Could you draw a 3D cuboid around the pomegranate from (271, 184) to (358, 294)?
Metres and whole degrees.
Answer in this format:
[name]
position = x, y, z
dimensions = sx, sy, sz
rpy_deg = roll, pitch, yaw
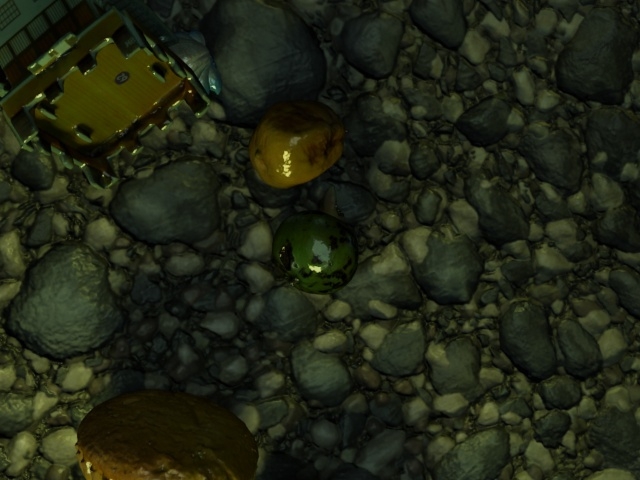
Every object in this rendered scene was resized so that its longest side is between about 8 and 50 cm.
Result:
[pomegranate]
position = 0.000, 0.000, 1.372
dimensions = 0.122, 0.122, 0.161
rpy_deg = 27, 58, -11

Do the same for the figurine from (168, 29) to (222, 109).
[figurine]
position = -0.190, -0.222, 1.345
dimensions = 0.114, 0.079, 0.114
rpy_deg = -1, 80, 3

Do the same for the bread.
[bread]
position = -0.194, 0.277, 1.276
dimensions = 0.240, 0.240, 0.139
rpy_deg = 16, 102, -11

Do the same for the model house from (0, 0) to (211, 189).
[model house]
position = -0.277, -0.212, 1.214
dimensions = 0.198, 0.224, 0.215
rpy_deg = -35, 67, 10

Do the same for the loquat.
[loquat]
position = -0.028, -0.127, 1.351
dimensions = 0.137, 0.137, 0.113
rpy_deg = -30, 70, -9
